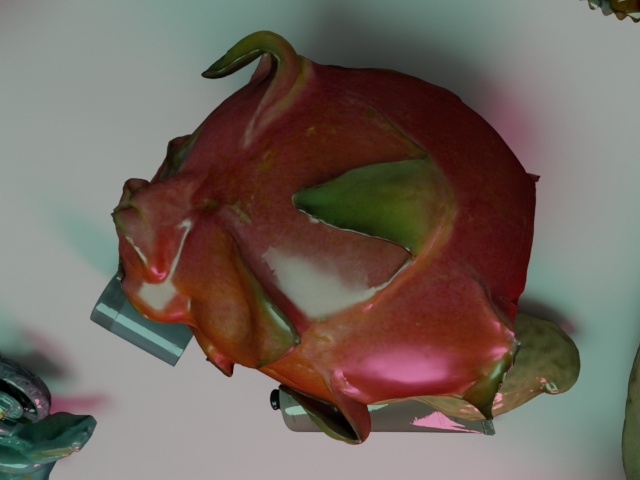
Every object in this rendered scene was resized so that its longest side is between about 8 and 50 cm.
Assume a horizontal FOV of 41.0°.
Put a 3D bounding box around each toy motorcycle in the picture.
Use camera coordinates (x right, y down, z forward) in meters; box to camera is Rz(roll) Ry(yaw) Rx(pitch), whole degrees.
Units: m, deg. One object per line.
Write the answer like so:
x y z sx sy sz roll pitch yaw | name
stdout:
-0.361 0.213 0.932 0.297 0.109 0.198 -25 117 40 | toy motorcycle

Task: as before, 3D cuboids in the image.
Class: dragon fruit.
0.005 -0.001 0.500 0.227 0.224 0.224 20 134 2 | dragon fruit

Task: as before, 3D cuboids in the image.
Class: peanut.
0.090 0.085 0.618 0.187 0.082 0.082 3 129 23 | peanut

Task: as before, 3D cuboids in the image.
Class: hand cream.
0.044 0.129 0.704 0.186 0.054 0.087 -6 119 22 | hand cream

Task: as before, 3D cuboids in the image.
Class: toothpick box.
-0.150 0.067 0.739 0.083 0.052 0.052 31 135 -3 | toothpick box

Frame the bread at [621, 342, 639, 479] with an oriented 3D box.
0.244 0.111 0.586 0.073 0.053 0.214 -13 131 0 | bread

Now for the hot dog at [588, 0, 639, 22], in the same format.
0.169 -0.183 0.368 0.108 0.059 0.191 21 136 14 | hot dog
